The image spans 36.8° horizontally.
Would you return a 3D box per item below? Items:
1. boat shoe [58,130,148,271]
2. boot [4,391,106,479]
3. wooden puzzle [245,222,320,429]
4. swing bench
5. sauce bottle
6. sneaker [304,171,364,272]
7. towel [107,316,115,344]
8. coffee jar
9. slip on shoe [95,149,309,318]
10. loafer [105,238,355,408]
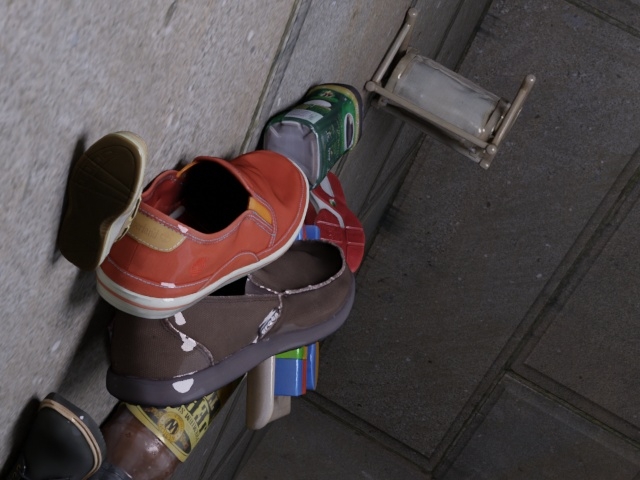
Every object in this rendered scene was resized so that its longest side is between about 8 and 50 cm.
[{"bbox_3d":[-0.157,-0.035,0.711,0.135,0.050,0.045,-53,-177,40],"label":"boat shoe"},{"bbox_3d":[-0.273,0.237,0.892,0.137,0.077,0.198,-48,166,-40],"label":"boot"},{"bbox_3d":[-0.045,0.089,1.339,0.348,0.081,0.322,72,18,-83],"label":"wooden puzzle"},{"bbox_3d":[0.231,-0.259,1.752,0.165,0.253,0.254,-60,173,-2],"label":"swing bench"},{"bbox_3d":[-0.203,0.234,1.205,0.344,0.111,0.111,-56,172,-44],"label":"sauce bottle"},{"bbox_3d":[0.000,0.000,1.533,0.221,0.087,0.128,-99,-151,-43],"label":"sneaker"},{"bbox_3d":[-0.168,0.054,1.066,0.197,0.029,0.144,-58,173,-24],"label":"towel"},{"bbox_3d":[-0.005,-0.136,1.220,0.184,0.079,0.096,-49,143,-58],"label":"coffee jar"},{"bbox_3d":[-0.092,-0.033,0.923,0.331,0.123,0.101,-39,154,-60],"label":"slip on shoe"},{"bbox_3d":[-0.075,0.053,1.012,0.366,0.134,0.130,-29,121,-56],"label":"loafer"}]
